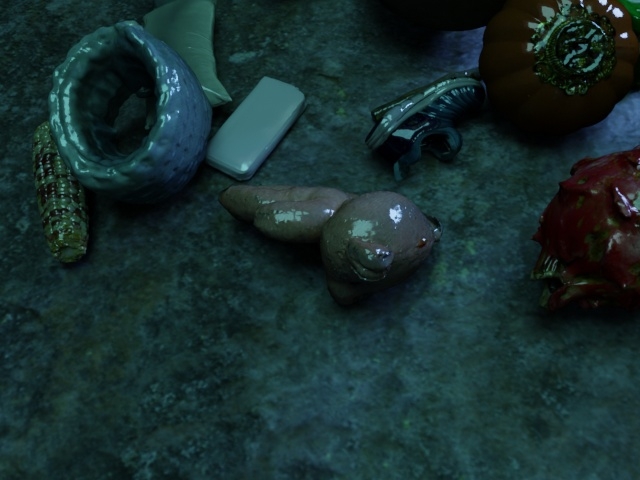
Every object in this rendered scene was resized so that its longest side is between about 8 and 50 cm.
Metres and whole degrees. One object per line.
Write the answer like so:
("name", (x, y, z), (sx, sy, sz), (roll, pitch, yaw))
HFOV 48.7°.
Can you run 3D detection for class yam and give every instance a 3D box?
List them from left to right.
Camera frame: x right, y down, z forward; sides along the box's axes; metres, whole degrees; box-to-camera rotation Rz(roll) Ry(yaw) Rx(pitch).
("yam", (0.185, -0.241, 1.119), (0.234, 0.029, 0.027), (-24, 87, -11))

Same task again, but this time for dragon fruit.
("dragon fruit", (0.366, -0.007, 0.863), (0.268, 0.205, 0.210), (-34, 65, -5))

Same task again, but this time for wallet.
("wallet", (-0.099, -0.177, 1.099), (0.095, 0.033, 0.190), (29, 66, 18))

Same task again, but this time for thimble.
("thimble", (-0.267, -0.179, 0.995), (0.205, 0.172, 0.250), (4, 83, 12))

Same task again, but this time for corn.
("corn", (-0.377, -0.074, 1.036), (0.079, 0.079, 0.237), (-17, 59, -5))

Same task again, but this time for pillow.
("pillow", (-0.222, -0.298, 1.154), (0.144, 0.078, 0.254), (-11, 59, 3))

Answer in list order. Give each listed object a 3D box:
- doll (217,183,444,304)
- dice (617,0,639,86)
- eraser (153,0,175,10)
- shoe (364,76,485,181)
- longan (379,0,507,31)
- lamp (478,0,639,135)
("doll", (0.000, 0.000, 0.938), (0.303, 0.156, 0.201), (13, 19, 34))
("dice", (0.497, -0.325, 1.080), (0.131, 0.128, 0.120), (-36, 62, -15))
("eraser", (-0.267, -0.540, 1.184), (0.104, 0.290, 0.189), (-1, 56, 5))
("shoe", (0.167, -0.166, 1.048), (0.207, 0.091, 0.106), (-34, 84, -20))
("longan", (0.213, -0.503, 1.099), (0.361, 0.361, 0.361), (-2, 59, 4))
("lamp", (0.340, -0.262, 1.017), (0.223, 0.196, 0.223), (0, 96, 0))
